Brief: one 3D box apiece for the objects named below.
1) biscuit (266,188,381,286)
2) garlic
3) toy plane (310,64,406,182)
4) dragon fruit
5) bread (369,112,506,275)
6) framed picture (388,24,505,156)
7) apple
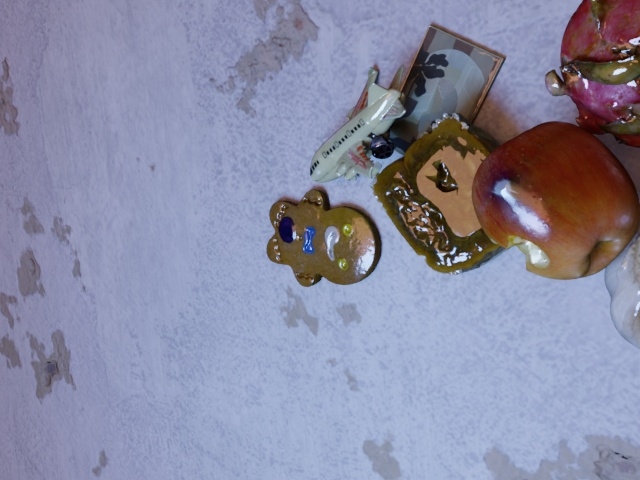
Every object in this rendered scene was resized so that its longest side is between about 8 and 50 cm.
[{"bbox_3d":[0.000,0.000,1.180,0.236,0.039,0.179,10,101,31],"label":"biscuit"},{"bbox_3d":[0.440,0.027,0.827,0.229,0.178,0.143,-61,31,5],"label":"garlic"},{"bbox_3d":[0.063,-0.163,1.055,0.244,0.092,0.229,-50,28,46],"label":"toy plane"},{"bbox_3d":[0.379,-0.208,0.790,0.147,0.211,0.282,-6,111,46],"label":"dragon fruit"},{"bbox_3d":[0.200,-0.064,0.979,0.192,0.110,0.210,-42,77,29],"label":"bread"},{"bbox_3d":[0.184,-0.217,1.036,0.136,0.010,0.201,35,115,26],"label":"framed picture"},{"bbox_3d":[0.285,-0.042,0.799,0.199,0.199,0.199,5,100,34],"label":"apple"}]
